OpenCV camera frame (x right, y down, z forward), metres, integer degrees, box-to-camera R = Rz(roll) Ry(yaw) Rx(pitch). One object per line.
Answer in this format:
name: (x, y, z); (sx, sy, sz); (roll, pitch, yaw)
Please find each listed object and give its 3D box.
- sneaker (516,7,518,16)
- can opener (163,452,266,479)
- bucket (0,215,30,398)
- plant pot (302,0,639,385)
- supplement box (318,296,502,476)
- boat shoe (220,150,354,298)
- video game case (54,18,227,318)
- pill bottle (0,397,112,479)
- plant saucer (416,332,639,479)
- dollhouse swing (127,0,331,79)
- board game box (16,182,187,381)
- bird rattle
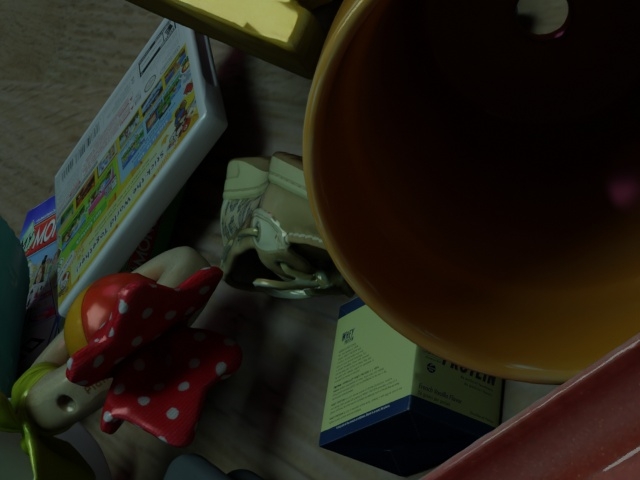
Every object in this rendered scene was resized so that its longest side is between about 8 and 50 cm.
sneaker: (0.071, -0.109, 0.820); (0.081, 0.080, 0.211); (-51, 30, 35)
can opener: (-0.025, 0.185, 0.756); (0.093, 0.074, 0.280); (-66, 25, 1)
bucket: (-0.391, 0.081, 1.244); (0.281, 0.281, 0.183); (-48, 25, 33)
plant pot: (0.102, -0.072, 0.619); (0.205, 0.205, 0.188); (-53, 12, 25)
supplement box: (0.049, 0.068, 0.735); (0.083, 0.056, 0.083); (-32, 42, 50)
boat shoe: (0.000, 0.000, 0.856); (0.285, 0.105, 0.089); (-170, 94, -76)
video game case: (-0.159, -0.073, 1.201); (0.227, 0.026, 0.206); (-50, 30, 24)
pill bottle: (-0.287, 0.240, 1.118); (0.283, 0.161, 0.161); (-39, 36, 44)
plant saucer: (0.105, 0.172, 0.510); (0.259, 0.048, 0.258); (-39, 36, 29)
dollhouse swing: (0.023, -0.287, 1.036); (0.315, 0.305, 0.346); (27, 90, 30)
board game box: (-0.229, 0.039, 1.320); (0.317, 0.046, 0.213); (-22, 50, 56)
bird rattle: (-0.148, 0.069, 0.960); (0.253, 0.143, 0.207); (-42, 13, 33)
